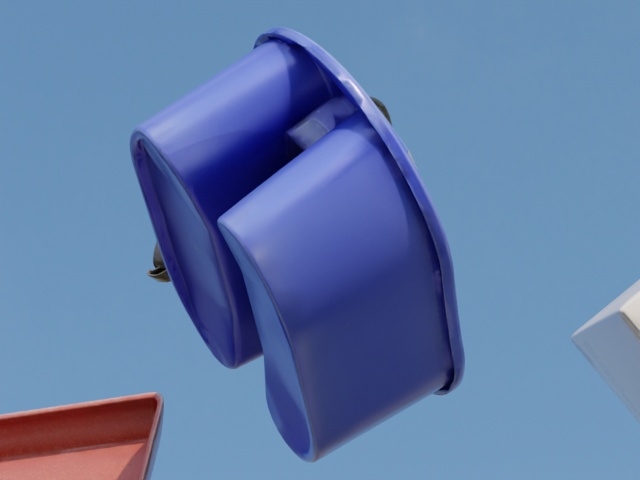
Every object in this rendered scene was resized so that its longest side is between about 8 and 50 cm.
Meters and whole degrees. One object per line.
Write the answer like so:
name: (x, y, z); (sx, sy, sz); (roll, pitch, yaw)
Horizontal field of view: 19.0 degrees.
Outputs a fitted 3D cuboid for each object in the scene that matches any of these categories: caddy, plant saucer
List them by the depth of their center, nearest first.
caddy: (0.000, 0.000, 1.420); (0.179, 0.241, 0.341); (-31, -36, -15)
plant saucer: (-0.250, 0.257, 1.560); (0.259, 0.258, 0.047); (-10, -42, 27)

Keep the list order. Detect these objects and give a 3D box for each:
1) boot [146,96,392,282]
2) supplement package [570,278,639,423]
boot: (-0.063, -0.054, 2.009); (0.229, 0.263, 0.091); (20, -16, 49)
supplement package: (0.341, 0.082, 1.567); (0.177, 0.175, 0.293); (-38, -6, -4)
